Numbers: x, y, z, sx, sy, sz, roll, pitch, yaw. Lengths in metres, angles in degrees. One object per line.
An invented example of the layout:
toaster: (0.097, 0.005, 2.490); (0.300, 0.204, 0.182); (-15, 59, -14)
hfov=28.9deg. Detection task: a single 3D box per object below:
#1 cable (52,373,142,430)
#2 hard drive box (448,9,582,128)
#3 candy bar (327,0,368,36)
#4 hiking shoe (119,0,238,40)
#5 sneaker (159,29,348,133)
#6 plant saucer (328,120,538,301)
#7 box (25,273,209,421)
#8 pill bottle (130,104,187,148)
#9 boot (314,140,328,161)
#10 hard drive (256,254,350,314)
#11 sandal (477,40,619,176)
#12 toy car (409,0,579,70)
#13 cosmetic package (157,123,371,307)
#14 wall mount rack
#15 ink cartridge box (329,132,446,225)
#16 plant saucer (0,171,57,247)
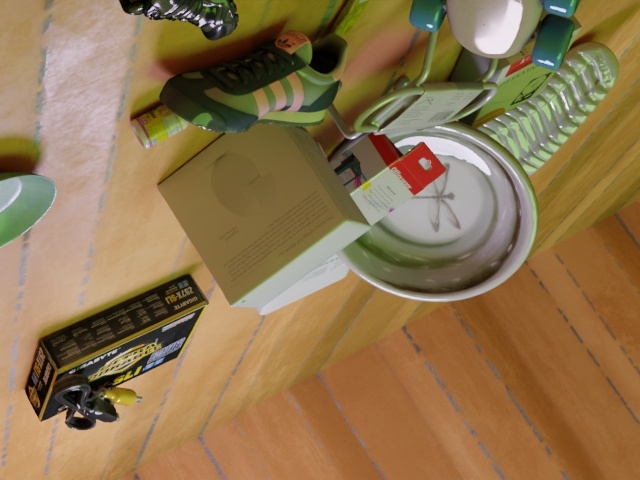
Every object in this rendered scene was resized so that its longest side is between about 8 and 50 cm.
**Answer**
cable: (-0.446, 0.291, 2.313); (0.139, 0.072, 0.287); (-18, 155, 10)
hard drive box: (0.331, -0.312, 2.185); (0.181, 0.089, 0.232); (-29, 164, -17)
candy bar: (0.047, -0.322, 1.707); (0.040, 0.018, 0.161); (-27, 164, -34)
hiking shoe: (-0.161, -0.278, 1.340); (0.114, 0.086, 0.227); (-20, 159, 2)
sneaker: (-0.081, -0.222, 1.641); (0.319, 0.112, 0.131); (-16, 141, -55)
plant saucer: (0.198, -0.071, 2.270); (0.400, 0.400, 0.101); (-43, -163, 34)
box: (-0.390, 0.205, 2.356); (0.322, 0.079, 0.257); (-24, 164, -30)
pill bottle: (-0.207, -0.159, 1.652); (0.083, 0.043, 0.043); (-30, 165, -13)
boot: (-0.023, -0.099, 2.156); (0.086, 0.069, 0.190); (-26, 148, -3)
hard drive: (0.000, 0.000, 2.473); (0.233, 0.047, 0.353); (-24, 155, -30)
sandal: (0.432, -0.248, 2.546); (0.416, 0.169, 0.102); (-37, -155, 14)
toy car: (0.265, -0.392, 1.702); (0.210, 0.219, 0.238); (89, 23, -59)
cosmetic package: (-0.084, -0.049, 1.895); (0.224, 0.225, 0.138); (-36, 164, 13)
wall mount rack: (0.175, -0.279, 1.921); (0.304, 0.130, 0.350); (-39, 164, 35)
ink cartridge box: (0.084, -0.100, 2.097); (0.231, 0.078, 0.134); (-35, 151, 8)
plant saucer: (-0.432, -0.038, 1.583); (0.195, 0.037, 0.195); (-31, 165, -10)
